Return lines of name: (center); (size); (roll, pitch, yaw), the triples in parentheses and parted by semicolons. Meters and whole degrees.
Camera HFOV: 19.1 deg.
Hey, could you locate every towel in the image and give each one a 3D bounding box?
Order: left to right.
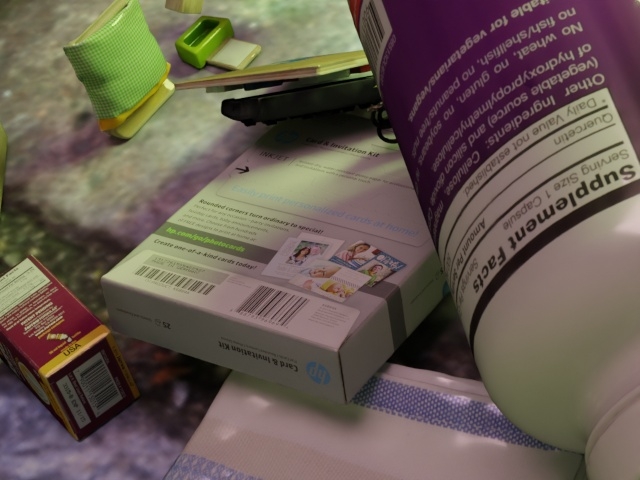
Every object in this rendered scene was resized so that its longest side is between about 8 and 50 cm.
towel: (-0.009, 0.166, 0.857); (0.209, 0.034, 0.285); (12, 52, 29)

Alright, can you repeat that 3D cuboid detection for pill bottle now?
pill bottle: (0.133, -0.034, 0.845); (0.181, 0.181, 0.323); (-18, 57, 0)

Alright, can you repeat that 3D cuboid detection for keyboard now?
keyboard: (0.047, -0.075, 1.037); (0.192, 0.038, 0.100); (-12, 7, -12)

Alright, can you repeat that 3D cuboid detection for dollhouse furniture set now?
dollhouse furniture set: (-0.076, -0.125, 1.131); (0.058, 0.076, 0.151); (19, 55, 33)

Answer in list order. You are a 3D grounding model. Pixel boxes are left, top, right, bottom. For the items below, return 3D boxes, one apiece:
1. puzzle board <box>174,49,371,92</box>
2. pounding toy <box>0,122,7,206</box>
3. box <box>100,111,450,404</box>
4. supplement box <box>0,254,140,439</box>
puzzle board: (-0.006, -0.096, 1.067); (0.096, 0.011, 0.128); (-4, 8, 34)
pounding toy: (-0.284, -0.005, 1.070); (0.181, 0.094, 0.206); (-11, 44, 7)
box: (0.000, 0.000, 0.984); (0.145, 0.038, 0.186); (15, 41, 30)
supplement box: (-0.139, 0.055, 0.992); (0.043, 0.055, 0.083); (-36, 46, -16)
